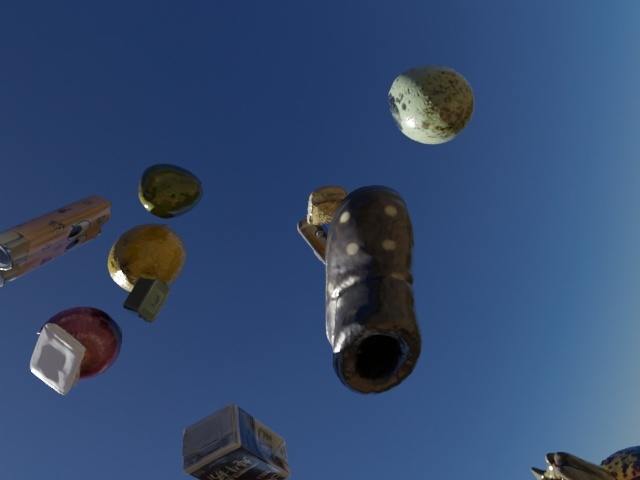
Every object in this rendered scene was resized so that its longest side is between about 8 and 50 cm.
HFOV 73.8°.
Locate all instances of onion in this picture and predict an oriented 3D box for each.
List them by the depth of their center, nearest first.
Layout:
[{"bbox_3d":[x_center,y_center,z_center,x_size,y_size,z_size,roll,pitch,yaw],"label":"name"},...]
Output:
[{"bbox_3d":[-0.662,0.283,1.203,0.201,0.201,0.207,-33,-88,-37],"label":"onion"}]

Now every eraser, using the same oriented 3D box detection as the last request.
[{"bbox_3d":[-0.674,-0.007,1.061,0.087,0.171,0.290,44,-149,-3],"label":"eraser"}]

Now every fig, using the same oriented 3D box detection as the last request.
[{"bbox_3d":[-0.474,-0.158,1.359,0.191,0.181,0.180,-12,-69,-15],"label":"fig"}]

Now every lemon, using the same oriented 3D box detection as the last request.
[{"bbox_3d":[-0.565,0.057,1.416,0.253,0.229,0.228,-52,-47,-39],"label":"lemon"}]

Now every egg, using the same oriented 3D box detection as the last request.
[{"bbox_3d":[0.122,-0.156,0.485,0.085,0.110,0.085,-26,-43,-28],"label":"egg"}]

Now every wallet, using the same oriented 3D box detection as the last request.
[{"bbox_3d":[-0.636,0.285,1.031,0.182,0.124,0.032,-57,-5,24],"label":"wallet"}]

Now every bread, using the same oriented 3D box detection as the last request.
[{"bbox_3d":[0.021,-0.104,1.197,0.125,0.082,0.106,-9,-36,-13],"label":"bread"}]

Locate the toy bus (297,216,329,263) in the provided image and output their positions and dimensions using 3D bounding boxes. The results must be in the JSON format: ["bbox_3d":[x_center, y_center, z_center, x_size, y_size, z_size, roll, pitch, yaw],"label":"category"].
[{"bbox_3d":[0.000,0.000,1.291,0.172,0.072,0.057,53,-163,-31],"label":"toy bus"}]

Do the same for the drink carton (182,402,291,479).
[{"bbox_3d":[-0.181,0.473,0.946,0.134,0.101,0.222,-32,-52,5],"label":"drink carton"}]

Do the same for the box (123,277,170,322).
[{"bbox_3d":[-0.500,0.167,1.223,0.084,0.069,0.122,72,-147,-54],"label":"box"}]

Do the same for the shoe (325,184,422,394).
[{"bbox_3d":[0.101,0.100,0.815,0.172,0.237,0.383,4,-70,-11],"label":"shoe"}]

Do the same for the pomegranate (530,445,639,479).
[{"bbox_3d":[0.430,0.381,0.545,0.341,0.285,0.284,33,-110,-3],"label":"pomegranate"}]
